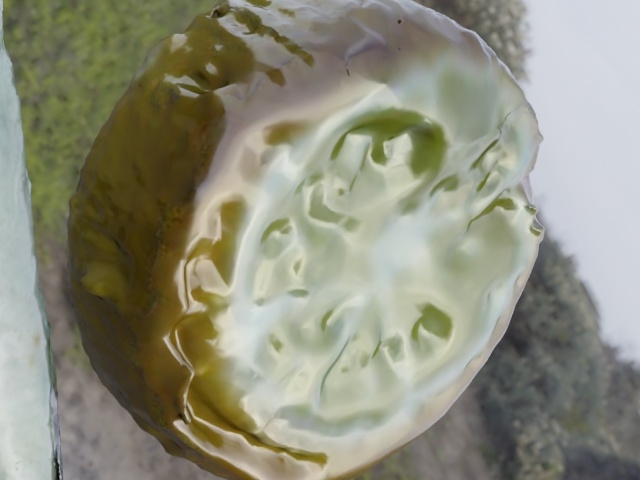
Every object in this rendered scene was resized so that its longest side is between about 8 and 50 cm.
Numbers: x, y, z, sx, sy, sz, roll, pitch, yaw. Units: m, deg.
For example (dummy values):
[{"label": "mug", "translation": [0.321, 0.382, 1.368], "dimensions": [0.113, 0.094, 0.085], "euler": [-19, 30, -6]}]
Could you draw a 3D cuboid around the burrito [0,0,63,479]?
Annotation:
[{"label": "burrito", "translation": [-0.127, -0.003, 0.476], "dimensions": [0.066, 0.096, 0.309], "euler": [-21, 111, -53]}]

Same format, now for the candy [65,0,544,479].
[{"label": "candy", "translation": [0.000, 0.000, 0.764], "dimensions": [0.118, 0.260, 0.260], "euler": [34, -17, 47]}]
